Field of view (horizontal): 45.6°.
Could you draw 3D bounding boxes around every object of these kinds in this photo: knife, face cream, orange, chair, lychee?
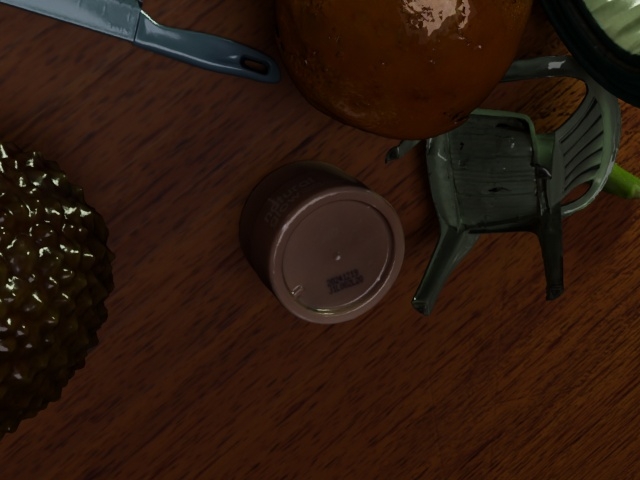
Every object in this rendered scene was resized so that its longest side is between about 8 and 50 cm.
[{"bbox_3d":[-0.174,-0.198,0.687,0.313,0.019,0.044,11,98,-27],"label":"knife"},{"bbox_3d":[0.000,0.000,0.794,0.149,0.104,0.149,-9,114,-21],"label":"face cream"},{"bbox_3d":[0.066,-0.211,0.665,0.240,0.240,0.239,-9,114,-21],"label":"orange"},{"bbox_3d":[0.210,-0.069,0.813,0.274,0.191,0.203,-55,138,-50],"label":"chair"},{"bbox_3d":[-0.296,0.030,0.597,0.268,0.267,0.267,-9,114,-21],"label":"lychee"}]

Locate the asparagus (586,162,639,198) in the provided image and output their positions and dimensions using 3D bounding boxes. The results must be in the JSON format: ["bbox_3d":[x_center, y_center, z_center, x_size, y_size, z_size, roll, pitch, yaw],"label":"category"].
[{"bbox_3d":[0.363,-0.082,0.963,0.178,0.041,0.045,21,70,-30],"label":"asparagus"}]

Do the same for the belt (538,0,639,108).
[{"bbox_3d":[0.299,-0.336,0.677,0.173,0.300,0.436,-25,110,-15],"label":"belt"}]
